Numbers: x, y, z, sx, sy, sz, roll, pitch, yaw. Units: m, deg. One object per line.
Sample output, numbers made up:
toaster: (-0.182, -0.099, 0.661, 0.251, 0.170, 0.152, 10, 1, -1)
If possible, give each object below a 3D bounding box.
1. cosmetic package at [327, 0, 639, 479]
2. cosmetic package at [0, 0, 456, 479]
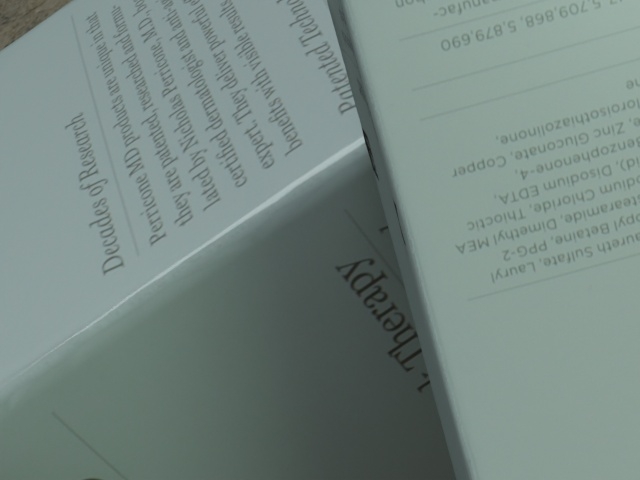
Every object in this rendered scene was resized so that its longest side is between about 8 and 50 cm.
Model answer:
cosmetic package: (0.112, 0.023, 0.541, 0.156, 0.385, 0.217, -14, 11, 2)
cosmetic package: (0.000, 0.000, 0.862, 0.393, 0.329, 0.327, -34, 39, 7)
